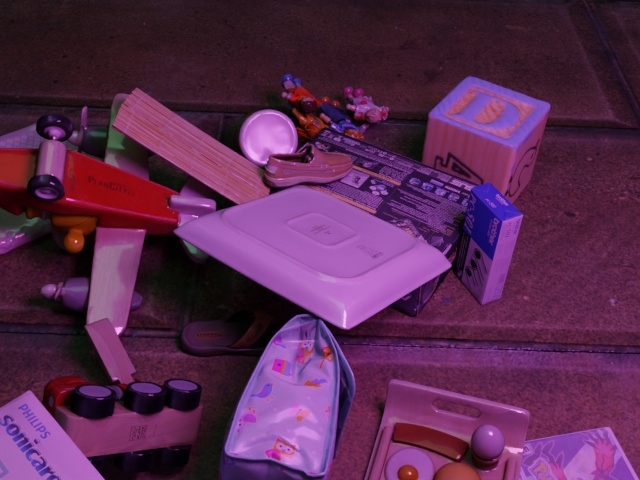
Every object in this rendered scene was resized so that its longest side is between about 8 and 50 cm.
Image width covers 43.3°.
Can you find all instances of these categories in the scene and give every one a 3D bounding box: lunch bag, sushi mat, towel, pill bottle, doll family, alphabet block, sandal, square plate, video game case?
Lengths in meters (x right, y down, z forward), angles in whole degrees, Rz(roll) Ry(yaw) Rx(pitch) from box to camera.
[{"bbox_3d":[-0.046,0.261,1.132,0.160,0.223,0.262,13,42,2],"label":"lunch bag"},{"bbox_3d":[-0.224,-0.158,1.467,0.316,0.019,0.151,32,34,-14],"label":"sushi mat"},{"bbox_3d":[-0.604,-0.114,1.625,0.332,0.053,0.317,-29,52,-29],"label":"towel"},{"bbox_3d":[-0.122,-0.208,1.652,0.118,0.117,0.208,-8,9,-12],"label":"pill bottle"},{"bbox_3d":[0.024,-0.271,1.807,0.263,0.118,0.163,4,33,-26],"label":"doll family"},{"bbox_3d":[0.331,-0.189,1.655,0.193,0.197,0.192,27,49,24],"label":"alphabet block"},{"bbox_3d":[-0.130,0.146,1.367,0.219,0.060,0.090,-2,43,-6],"label":"sandal"},{"bbox_3d":[0.000,0.000,1.324,0.344,0.049,0.347,27,28,27],"label":"square plate"},{"bbox_3d":[0.386,0.375,1.182,0.183,0.023,0.201,-7,44,-11],"label":"video game case"}]

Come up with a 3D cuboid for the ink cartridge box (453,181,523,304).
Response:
[{"bbox_3d":[0.294,0.009,1.433,0.046,0.207,0.097,-17,47,-20],"label":"ink cartridge box"}]

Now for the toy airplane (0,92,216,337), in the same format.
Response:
[{"bbox_3d":[-0.380,-0.053,1.456,0.384,0.272,0.386,54,44,-5],"label":"toy airplane"}]

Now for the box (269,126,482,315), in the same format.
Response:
[{"bbox_3d":[0.091,-0.055,1.571,0.395,0.097,0.318,23,45,21],"label":"box"}]

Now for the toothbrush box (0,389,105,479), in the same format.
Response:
[{"bbox_3d":[-0.315,0.358,0.959,0.126,0.295,0.216,-31,54,-32],"label":"toothbrush box"}]

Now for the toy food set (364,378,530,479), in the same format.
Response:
[{"bbox_3d":[0.165,0.347,1.131,0.220,0.092,0.306,11,46,14],"label":"toy food set"}]

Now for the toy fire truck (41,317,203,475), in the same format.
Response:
[{"bbox_3d":[-0.321,0.223,1.200,0.217,0.158,0.246,4,8,-43],"label":"toy fire truck"}]

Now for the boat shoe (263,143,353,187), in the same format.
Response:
[{"bbox_3d":[-0.016,-0.149,1.533,0.190,0.072,0.068,-14,40,-31],"label":"boat shoe"}]
